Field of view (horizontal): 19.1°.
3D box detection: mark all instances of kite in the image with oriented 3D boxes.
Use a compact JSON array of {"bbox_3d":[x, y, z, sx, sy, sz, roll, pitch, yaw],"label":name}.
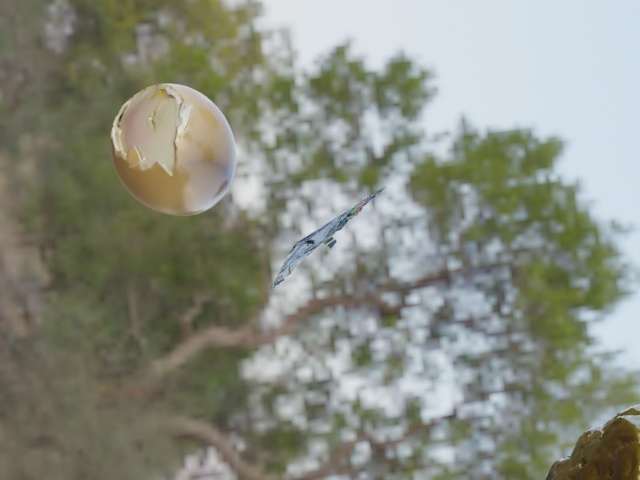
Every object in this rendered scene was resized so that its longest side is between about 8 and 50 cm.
[{"bbox_3d":[0.000,0.000,1.400,0.004,0.122,0.090,52,14,11],"label":"kite"}]

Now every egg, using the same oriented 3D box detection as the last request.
[{"bbox_3d":[-0.092,-0.056,1.238,0.096,0.080,0.080,44,26,-50],"label":"egg"}]

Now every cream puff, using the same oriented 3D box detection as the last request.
[{"bbox_3d":[0.314,0.286,1.884,0.244,0.196,0.244,-170,-90,-89],"label":"cream puff"}]
